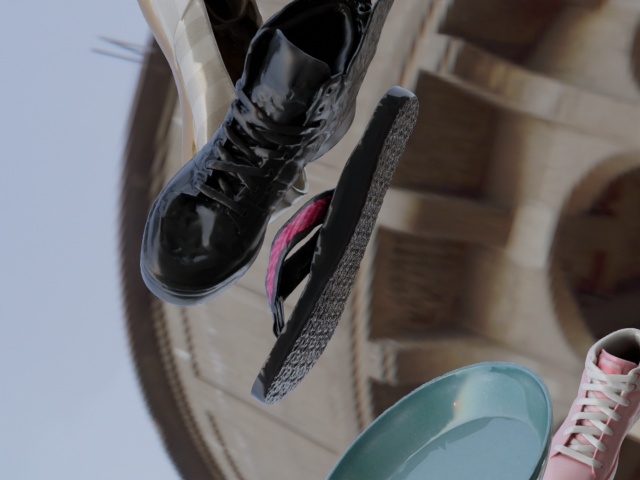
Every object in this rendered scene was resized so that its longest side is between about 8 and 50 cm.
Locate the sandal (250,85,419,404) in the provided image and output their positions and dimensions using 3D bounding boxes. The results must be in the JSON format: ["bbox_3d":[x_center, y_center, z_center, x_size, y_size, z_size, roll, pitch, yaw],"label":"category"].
[{"bbox_3d":[0.000,0.000,0.956,0.067,0.040,0.179,45,-113,-76],"label":"sandal"}]

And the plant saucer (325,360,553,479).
[{"bbox_3d":[0.047,0.099,0.733,0.119,0.119,0.021,-47,-66,-15],"label":"plant saucer"}]

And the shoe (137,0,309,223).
[{"bbox_3d":[-0.051,-0.108,1.008,0.076,0.058,0.219,6,-115,-48],"label":"shoe"}]

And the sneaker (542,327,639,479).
[{"bbox_3d":[0.187,0.115,1.243,0.134,0.051,0.070,-51,-33,-26],"label":"sneaker"}]

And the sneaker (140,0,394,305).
[{"bbox_3d":[-0.020,-0.056,0.780,0.170,0.051,0.089,-51,-14,-29],"label":"sneaker"}]
